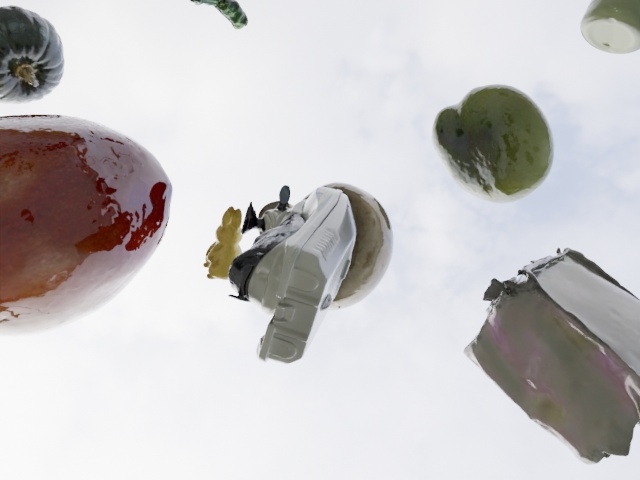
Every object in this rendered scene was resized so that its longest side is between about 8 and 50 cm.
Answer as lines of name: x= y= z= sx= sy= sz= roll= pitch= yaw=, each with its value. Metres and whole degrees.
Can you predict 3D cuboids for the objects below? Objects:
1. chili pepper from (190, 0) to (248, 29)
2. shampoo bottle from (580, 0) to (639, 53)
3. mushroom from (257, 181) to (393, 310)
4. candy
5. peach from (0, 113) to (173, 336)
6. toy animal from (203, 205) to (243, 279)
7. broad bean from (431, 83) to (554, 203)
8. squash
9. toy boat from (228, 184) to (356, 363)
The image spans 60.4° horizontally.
chili pepper: x=-0.236 y=-0.543 z=1.260 sx=0.050 sy=0.182 sz=0.073 roll=-17 pitch=-97 yaw=33
shampoo bottle: x=0.377 y=-0.307 z=0.648 sx=0.079 sy=0.079 sz=0.161 roll=27 pitch=-96 yaw=12
mushroom: x=0.000 y=0.000 z=0.863 sx=0.207 sy=0.215 sz=0.207 roll=-22 pitch=-122 yaw=40
candy: x=0.273 y=0.116 z=0.593 sx=0.195 sy=0.185 sz=0.137 roll=44 pitch=-56 yaw=26
peach: x=-0.359 y=-0.027 z=0.717 sx=0.333 sy=0.308 sz=0.307 roll=-22 pitch=-101 yaw=-16
toy animal: x=-0.182 y=0.001 z=1.106 sx=0.083 sy=0.070 sz=0.159 roll=4 pitch=-64 yaw=-25
broad bean: x=0.347 y=-0.202 z=1.132 sx=0.291 sy=0.119 sz=0.237 roll=39 pitch=-51 yaw=46
squash: x=-0.669 y=-0.402 z=1.201 sx=0.218 sy=0.218 sz=0.172 roll=-48 pitch=-140 yaw=2
toy boat: x=-0.029 y=0.016 z=0.619 sx=0.141 sy=0.269 sz=0.140 roll=0 pitch=-66 yaw=0
